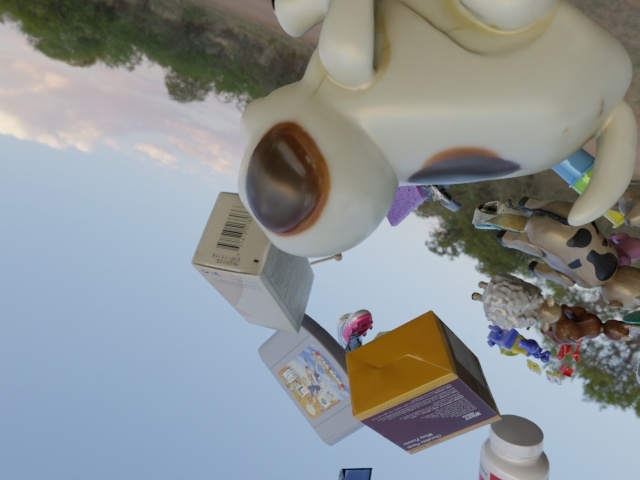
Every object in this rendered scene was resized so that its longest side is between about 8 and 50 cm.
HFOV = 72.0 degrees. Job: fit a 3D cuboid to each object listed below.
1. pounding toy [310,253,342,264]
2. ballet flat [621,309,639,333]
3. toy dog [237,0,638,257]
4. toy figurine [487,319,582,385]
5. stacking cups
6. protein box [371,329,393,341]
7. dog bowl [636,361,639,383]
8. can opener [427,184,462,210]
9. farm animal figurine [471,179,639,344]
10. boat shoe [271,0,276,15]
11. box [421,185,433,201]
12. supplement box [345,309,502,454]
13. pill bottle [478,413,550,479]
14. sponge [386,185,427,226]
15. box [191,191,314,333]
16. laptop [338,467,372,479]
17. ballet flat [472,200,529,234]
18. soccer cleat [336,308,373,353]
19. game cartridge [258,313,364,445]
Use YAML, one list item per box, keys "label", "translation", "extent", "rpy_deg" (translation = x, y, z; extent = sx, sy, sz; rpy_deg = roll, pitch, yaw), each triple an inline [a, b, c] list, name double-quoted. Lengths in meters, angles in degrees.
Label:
- label: "pounding toy"
  translation: [0.000, 0.009, 1.800]
  extent: [0.206, 0.094, 0.181]
  rpy_deg: [25, -120, 23]
- label: "ballet flat"
  translation: [0.837, 0.193, 1.083]
  extent: [0.221, 0.079, 0.077]
  rpy_deg: [-21, -166, -18]
- label: "toy dog"
  translation: [0.091, -0.137, 0.523]
  extent: [0.396, 0.407, 0.284]
  rpy_deg: [61, -175, 6]
- label: "toy figurine"
  translation: [0.632, 0.297, 1.430]
  extent: [0.217, 0.191, 0.362]
  rpy_deg: [24, 180, -9]
- label: "stacking cups"
  translation: [0.565, -0.167, 0.987]
  extent: [0.316, 0.096, 0.096]
  rpy_deg: [46, -157, 17]
- label: "protein box"
  translation: [0.256, 0.453, 1.644]
  extent: [0.136, 0.200, 0.201]
  rpy_deg: [48, 153, -6]
- label: "dog bowl"
  translation: [0.746, 0.195, 0.804]
  extent: [0.102, 0.349, 0.348]
  rpy_deg: [46, -156, 19]
- label: "can opener"
  translation: [0.441, -0.160, 1.522]
  extent: [0.074, 0.093, 0.280]
  rpy_deg: [57, -162, 23]
- label: "farm animal figurine"
  translation: [0.443, 0.020, 0.699]
  extent: [0.326, 0.331, 0.172]
  rpy_deg: [19, -177, -21]
- label: "boat shoe"
  translation: [-0.109, -0.674, 1.295]
  extent: [0.152, 0.056, 0.049]
  rpy_deg: [52, -174, 35]
- label: "box"
  translation: [0.335, -0.309, 1.834]
  extent: [0.322, 0.079, 0.257]
  rpy_deg: [13, -140, -45]
- label: "supplement box"
  translation: [0.182, 0.263, 0.798]
  extent: [0.194, 0.191, 0.129]
  rpy_deg: [43, -155, -32]
- label: "pill bottle"
  translation: [0.684, 0.850, 1.571]
  extent: [0.228, 0.408, 0.229]
  rpy_deg: [-2, -167, 0]
- label: "sponge"
  translation: [0.298, -0.149, 1.611]
  extent: [0.031, 0.210, 0.117]
  rpy_deg: [-14, -110, -30]
- label: "box"
  translation: [-0.106, 0.057, 0.825]
  extent: [0.121, 0.148, 0.311]
  rpy_deg: [9, 153, 14]
- label: "laptop"
  translation: [0.115, 0.956, 1.563]
  extent: [0.136, 0.235, 0.264]
  rpy_deg: [9, 168, 2]
- label: "ballet flat"
  translation: [0.659, -0.086, 1.597]
  extent: [0.123, 0.123, 0.348]
  rpy_deg: [22, -176, -9]
- label: "soccer cleat"
  translation: [0.112, 0.327, 1.687]
  extent: [0.116, 0.331, 0.143]
  rpy_deg: [-18, -123, -18]
- label: "game cartridge"
  translation: [-0.005, 0.323, 1.040]
  extent: [0.297, 0.198, 0.062]
  rpy_deg: [50, -142, 10]
